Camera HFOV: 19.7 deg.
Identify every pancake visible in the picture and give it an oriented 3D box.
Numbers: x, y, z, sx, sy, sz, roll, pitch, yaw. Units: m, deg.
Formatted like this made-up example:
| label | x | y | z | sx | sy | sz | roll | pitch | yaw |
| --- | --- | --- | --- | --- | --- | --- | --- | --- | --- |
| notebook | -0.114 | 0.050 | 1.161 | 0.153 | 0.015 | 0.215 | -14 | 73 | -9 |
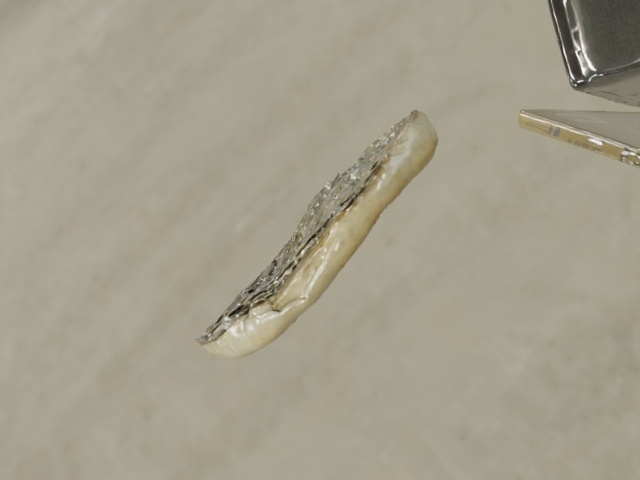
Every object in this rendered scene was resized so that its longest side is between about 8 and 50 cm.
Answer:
| label | x | y | z | sx | sy | sz | roll | pitch | yaw |
| --- | --- | --- | --- | --- | --- | --- | --- | --- | --- |
| pancake | 0.000 | -0.001 | 1.543 | 0.282 | 0.049 | 0.282 | -49 | 5 | 5 |

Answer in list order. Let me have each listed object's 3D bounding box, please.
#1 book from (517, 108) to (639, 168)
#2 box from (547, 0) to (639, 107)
| label | x | y | z | sx | sy | sz | roll | pitch | yaw |
| --- | --- | --- | --- | --- | --- | --- | --- | --- | --- |
| book | 0.361 | -0.076 | 1.695 | 0.310 | 0.217 | 0.021 | 26 | 112 | 50 |
| box | 0.243 | -0.257 | 1.112 | 0.204 | 0.251 | 0.345 | -18 | 82 | 26 |
